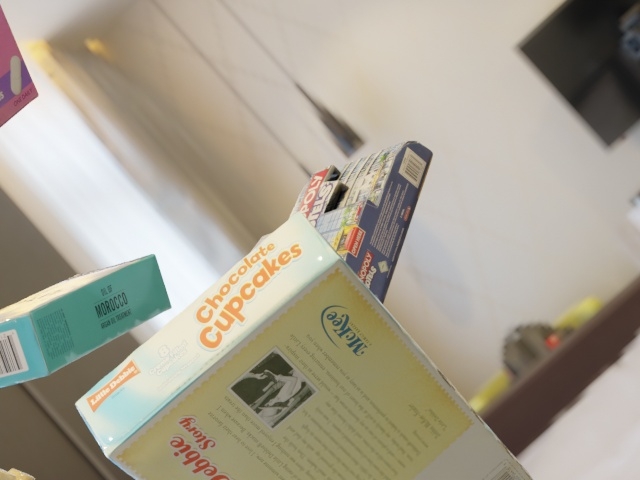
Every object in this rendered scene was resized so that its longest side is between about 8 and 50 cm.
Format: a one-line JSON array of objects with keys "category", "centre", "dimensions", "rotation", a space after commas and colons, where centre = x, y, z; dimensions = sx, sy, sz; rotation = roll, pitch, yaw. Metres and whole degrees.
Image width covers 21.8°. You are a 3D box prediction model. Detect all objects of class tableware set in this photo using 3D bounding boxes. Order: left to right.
[{"category": "tableware set", "centre": [-0.386, 0.296, 2.066], "dimensions": [0.141, 0.169, 0.020], "rotation": [13, 77, 52]}]

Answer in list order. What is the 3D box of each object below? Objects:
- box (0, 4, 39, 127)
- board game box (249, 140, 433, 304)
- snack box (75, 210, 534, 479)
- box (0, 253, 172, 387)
[{"category": "box", "centre": [-0.370, -0.168, 1.335], "dimensions": [0.117, 0.243, 0.213], "rotation": [-2, 31, 32]}, {"category": "board game box", "centre": [0.000, 0.000, 1.603], "dimensions": [0.194, 0.060, 0.194], "rotation": [-19, 42, 47]}, {"category": "snack box", "centre": [0.003, 0.139, 1.120], "dimensions": [0.187, 0.060, 0.322], "rotation": [-41, -45, 0]}, {"category": "box", "centre": [-0.242, 0.076, 1.566], "dimensions": [0.101, 0.060, 0.244], "rotation": [-15, 6, 24]}]
